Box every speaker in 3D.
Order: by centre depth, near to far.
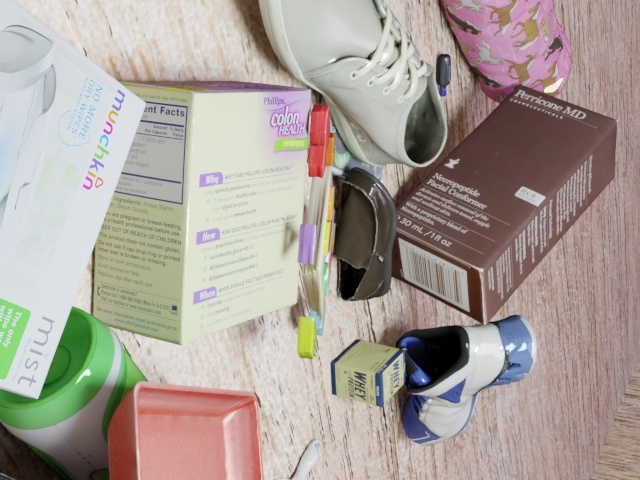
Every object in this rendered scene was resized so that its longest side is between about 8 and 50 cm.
[{"bbox_3d":[-0.198,0.191,0.956,0.131,0.131,0.296,-61,146,-30],"label":"speaker"}]

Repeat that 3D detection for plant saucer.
[{"bbox_3d":[-0.115,0.262,0.890,0.259,0.048,0.258,28,55,-68],"label":"plant saucer"}]

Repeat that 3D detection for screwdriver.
[{"bbox_3d":[0.201,-0.224,1.641,0.025,0.024,0.170,-87,177,-67],"label":"screwdriver"}]

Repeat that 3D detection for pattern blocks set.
[{"bbox_3d":[0.000,0.000,1.204,0.325,0.026,0.285,73,22,-81],"label":"pattern blocks set"}]

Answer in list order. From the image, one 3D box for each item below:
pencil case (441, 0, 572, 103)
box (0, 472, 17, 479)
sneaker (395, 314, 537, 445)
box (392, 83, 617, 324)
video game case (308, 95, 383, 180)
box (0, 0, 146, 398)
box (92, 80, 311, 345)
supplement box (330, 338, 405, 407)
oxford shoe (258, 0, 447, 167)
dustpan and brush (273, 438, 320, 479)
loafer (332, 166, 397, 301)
[{"bbox_3d":[0.303,-0.369,1.618,0.160,0.167,0.386,-59,150,-12],"label":"pencil case"},{"bbox_3d":[-0.244,0.310,0.873,0.142,0.163,0.247,-63,148,-23],"label":"box"},{"bbox_3d":[0.182,0.211,1.593,0.182,0.315,0.127,7,53,-26],"label":"sneaker"},{"bbox_3d":[0.291,-0.066,1.581,0.381,0.191,0.143,-44,143,-28],"label":"box"},{"bbox_3d":[0.052,-0.170,1.390,0.190,0.022,0.173,17,84,-61],"label":"video game case"},{"bbox_3d":[-0.280,-0.041,0.737,0.231,0.127,0.262,39,64,-56],"label":"box"},{"bbox_3d":[-0.119,-0.040,1.030,0.213,0.117,0.243,-16,114,-59],"label":"box"},{"bbox_3d":[0.072,0.196,1.481,0.083,0.083,0.056,-36,129,-52],"label":"supplement box"},{"bbox_3d":[0.056,-0.227,1.214,0.169,0.130,0.449,-65,149,-17],"label":"oxford shoe"},{"bbox_3d":[-0.040,0.366,1.380,0.211,0.060,0.147,-53,129,-29],"label":"dustpan and brush"},{"bbox_3d":[0.056,0.003,1.386,0.078,0.080,0.220,-31,131,-32],"label":"loafer"}]
